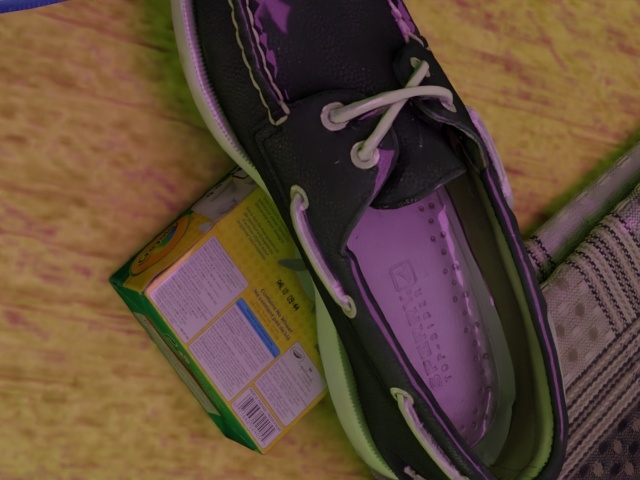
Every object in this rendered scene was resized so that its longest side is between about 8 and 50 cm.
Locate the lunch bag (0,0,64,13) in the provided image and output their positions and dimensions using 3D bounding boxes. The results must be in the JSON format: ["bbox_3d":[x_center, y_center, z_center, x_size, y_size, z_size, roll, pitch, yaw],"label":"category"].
[{"bbox_3d":[-0.178,-0.105,0.452,0.303,0.243,0.114,-19,107,-31],"label":"lunch bag"}]

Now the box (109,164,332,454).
[{"bbox_3d":[0.000,0.000,0.706,0.179,0.043,0.105,-42,116,-19],"label":"box"}]

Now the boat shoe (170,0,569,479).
[{"bbox_3d":[0.031,-0.026,0.643,0.114,0.091,0.302,-33,109,-24],"label":"boat shoe"}]

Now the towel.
[{"bbox_3d":[0.184,0.118,0.848,0.324,0.056,0.312,-43,120,-23],"label":"towel"}]
